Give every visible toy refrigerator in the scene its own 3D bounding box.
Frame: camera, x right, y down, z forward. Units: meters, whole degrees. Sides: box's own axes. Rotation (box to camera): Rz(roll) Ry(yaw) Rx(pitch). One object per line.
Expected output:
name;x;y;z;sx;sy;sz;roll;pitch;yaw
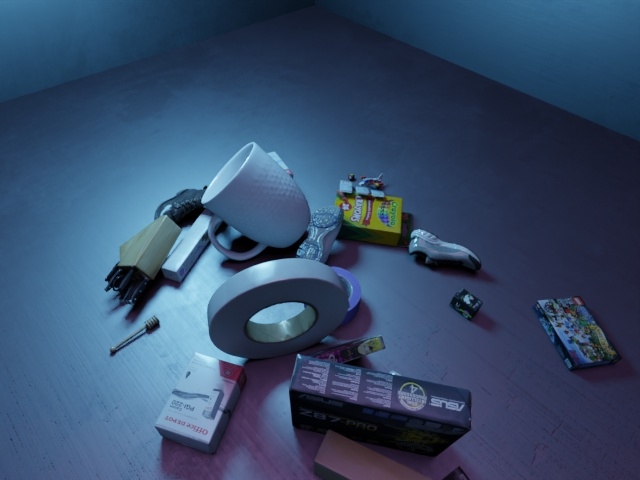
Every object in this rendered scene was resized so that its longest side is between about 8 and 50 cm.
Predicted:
toy refrigerator;0.124;0.570;1.004;0.269;0.102;0.094;18;47;19

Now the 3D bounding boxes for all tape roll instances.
tape roll;0.039;0.184;1.373;0.189;0.080;0.189;1;48;-1
tape roll;-0.113;0.201;1.146;0.392;0.392;0.072;-9;49;-11

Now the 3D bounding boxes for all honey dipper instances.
honey dipper;-0.577;0.290;1.283;0.160;0.030;0.030;-36;59;-26

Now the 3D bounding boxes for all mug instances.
mug;-0.235;-0.099;1.471;0.374;0.328;0.276;-49;25;1

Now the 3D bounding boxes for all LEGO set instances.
LEGO set;0.173;-0.245;1.725;0.182;0.060;0.244;8;22;0

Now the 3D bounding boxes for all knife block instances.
knife block;-0.583;0.072;1.376;0.275;0.088;0.242;-36;43;0

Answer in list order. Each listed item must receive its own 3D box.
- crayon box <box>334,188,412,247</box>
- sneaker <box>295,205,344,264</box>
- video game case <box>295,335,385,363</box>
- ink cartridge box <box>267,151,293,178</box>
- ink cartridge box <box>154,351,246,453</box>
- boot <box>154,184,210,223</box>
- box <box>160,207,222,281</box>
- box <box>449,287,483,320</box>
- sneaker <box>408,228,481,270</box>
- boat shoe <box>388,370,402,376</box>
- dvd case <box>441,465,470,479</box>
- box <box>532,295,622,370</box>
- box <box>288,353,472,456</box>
crayon box;0.206;-0.090;1.626;0.318;0.081;0.202;8;48;4
sneaker;0.000;0.000;1.484;0.111;0.129;0.297;20;62;18
video game case;0.047;0.319;1.158;0.210;0.232;0.042;-13;77;-15
ink cartridge box;-0.184;-0.270;1.735;0.072;0.127;0.175;-21;53;-22
ink cartridge box;-0.318;0.435;1.123;0.158;0.092;0.218;13;51;9
boot;-0.483;-0.142;1.569;0.229;0.091;0.263;-5;39;32
box;-0.463;0.006;1.517;0.067;0.063;0.324;13;49;11
box;0.486;0.212;1.382;0.052;0.062;0.083;-33;57;-30
sneaker;0.449;0.056;1.513;0.271;0.100;0.108;22;75;12
boat shoe;0.259;0.444;1.166;0.184;0.066;0.063;33;68;21
dvd case;0.308;0.679;0.984;0.221;0.018;0.164;-24;53;-23
box;0.823;0.293;1.338;0.159;0.044;0.233;-6;49;-8
box;0.126;0.414;1.012;0.395;0.318;0.097;10;51;5
